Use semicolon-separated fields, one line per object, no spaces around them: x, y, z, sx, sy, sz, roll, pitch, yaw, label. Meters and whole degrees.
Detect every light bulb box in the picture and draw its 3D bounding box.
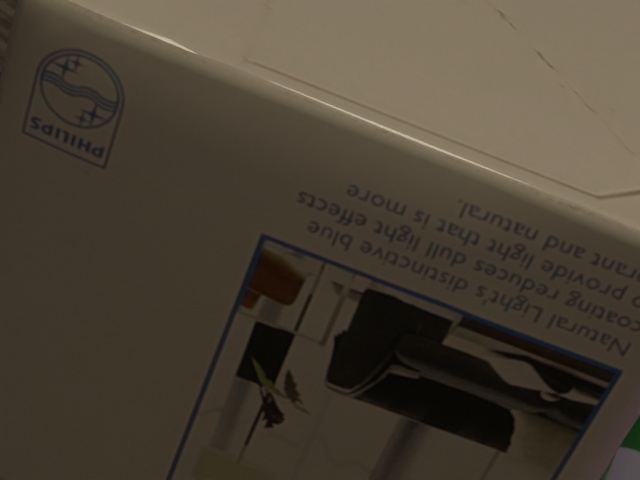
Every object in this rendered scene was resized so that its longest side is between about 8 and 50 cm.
0.000;0.000;0.687;0.225;0.361;0.358;22;37;-1;light bulb box

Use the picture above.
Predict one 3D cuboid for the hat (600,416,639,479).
0.182;0.138;0.798;0.183;0.173;0.208;31;51;-9;hat
